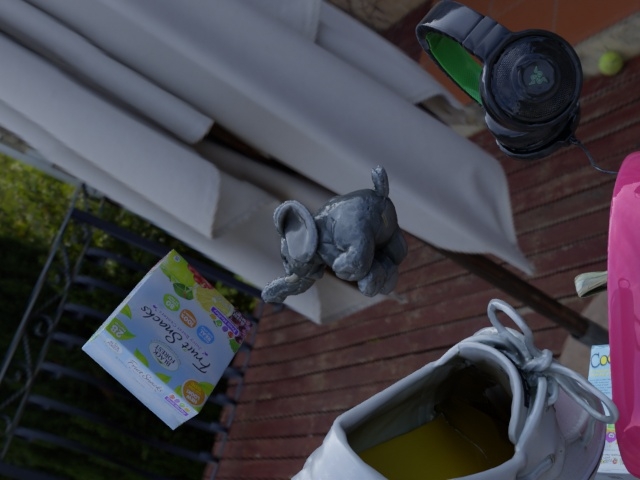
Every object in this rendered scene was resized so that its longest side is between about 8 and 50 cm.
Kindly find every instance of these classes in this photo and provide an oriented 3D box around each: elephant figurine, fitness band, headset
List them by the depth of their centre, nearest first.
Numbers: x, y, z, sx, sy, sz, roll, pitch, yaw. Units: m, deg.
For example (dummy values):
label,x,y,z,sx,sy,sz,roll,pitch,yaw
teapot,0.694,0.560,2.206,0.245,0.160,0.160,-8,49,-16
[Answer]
label,x,y,z,sx,sy,sz,roll,pitch,yaw
fitness band,0.299,0.065,0.702,0.054,0.209,0.290,-1,99,36
headset,0.313,-0.214,1.111,0.394,0.243,0.185,43,93,20
elephant figurine,0.000,0.000,1.239,0.240,0.169,0.186,8,62,36

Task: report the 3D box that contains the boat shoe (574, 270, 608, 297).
label,x,y,z,sx,sy,sz,roll,pitch,yaw
boat shoe,0.620,0.088,1.694,0.153,0.056,0.048,-10,52,11

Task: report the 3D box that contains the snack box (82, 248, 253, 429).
label,x,y,z,sx,sy,sz,roll,pitch,yaw
snack box,-0.212,0.138,1.156,0.070,0.174,0.207,-38,13,35

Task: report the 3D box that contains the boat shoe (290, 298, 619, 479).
label,x,y,z,sx,sy,sz,roll,pitch,yaw
boat shoe,0.122,0.118,0.570,0.136,0.367,0.156,41,122,34

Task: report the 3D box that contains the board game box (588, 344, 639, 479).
label,x,y,z,sx,sy,sz,roll,pitch,yaw
board game box,0.648,0.367,1.661,0.144,0.142,0.275,-15,52,50
